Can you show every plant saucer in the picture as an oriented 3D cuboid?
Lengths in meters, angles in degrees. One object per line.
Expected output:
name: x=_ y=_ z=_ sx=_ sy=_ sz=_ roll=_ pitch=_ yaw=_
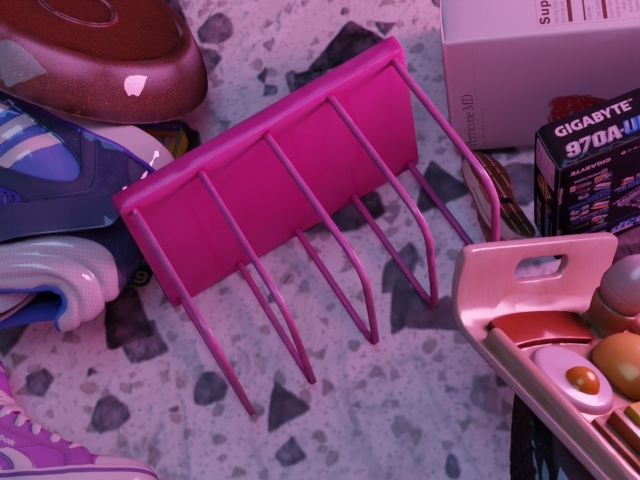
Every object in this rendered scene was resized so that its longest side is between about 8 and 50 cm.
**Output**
plant saucer: x=-0.254 y=-0.223 z=1.339 sx=0.310 sy=0.050 sz=0.311 roll=20 pitch=29 yaw=-11

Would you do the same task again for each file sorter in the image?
file sorter: x=0.000 y=0.000 z=1.203 sx=0.290 sy=0.202 sz=0.182 roll=-31 pitch=63 yaw=-8

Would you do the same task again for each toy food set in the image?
toy food set: x=0.275 y=0.106 z=1.081 sx=0.219 sy=0.092 sz=0.306 roll=-4 pitch=41 yaw=-43

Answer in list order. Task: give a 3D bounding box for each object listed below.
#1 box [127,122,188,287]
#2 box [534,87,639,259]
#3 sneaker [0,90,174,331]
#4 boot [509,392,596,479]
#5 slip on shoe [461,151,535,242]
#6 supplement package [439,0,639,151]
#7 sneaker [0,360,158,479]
box: x=-0.207 y=-0.040 z=1.349 sx=0.105 sy=0.043 sz=0.179 roll=5 pitch=65 yaw=11
box: x=0.306 y=-0.079 z=1.208 sx=0.220 sy=0.175 sz=0.051 roll=-22 pitch=62 yaw=-2
sneaker: x=-0.320 y=-0.035 z=1.259 sx=0.322 sy=0.130 sz=0.236 roll=21 pitch=61 yaw=10
boot: x=0.286 y=0.250 z=1.088 sx=0.222 sy=0.118 sz=0.338 roll=-7 pitch=65 yaw=-3
slip on shoe: x=0.168 y=-0.033 z=1.284 sx=0.051 sy=0.041 sz=0.135 roll=4 pitch=41 yaw=-28
supplement package: x=0.265 y=-0.214 z=1.284 sx=0.292 sy=0.177 sz=0.175 roll=-4 pitch=58 yaw=8
sneaker: x=-0.279 y=0.178 z=1.212 sx=0.282 sy=0.102 sz=0.161 roll=0 pitch=59 yaw=9
